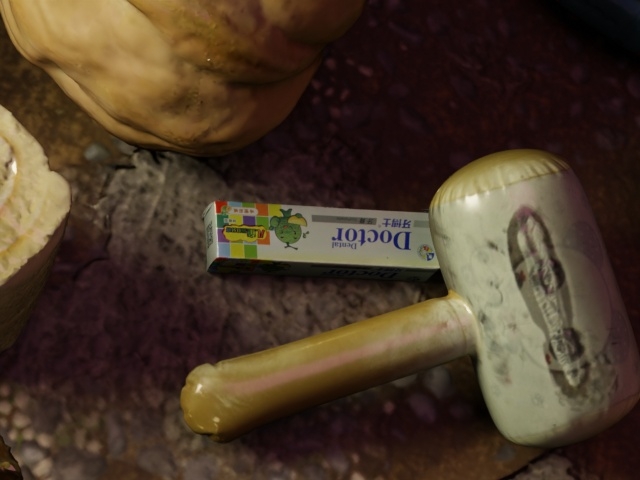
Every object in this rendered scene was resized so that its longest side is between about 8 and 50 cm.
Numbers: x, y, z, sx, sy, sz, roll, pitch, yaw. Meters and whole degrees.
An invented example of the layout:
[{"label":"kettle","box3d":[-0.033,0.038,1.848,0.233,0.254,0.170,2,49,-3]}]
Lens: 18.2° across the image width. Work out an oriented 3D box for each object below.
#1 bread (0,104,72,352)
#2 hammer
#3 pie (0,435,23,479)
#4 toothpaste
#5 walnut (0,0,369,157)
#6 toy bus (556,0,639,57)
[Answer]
[{"label":"bread","box3d":[-0.239,-0.005,1.240,0.148,0.141,0.134,37,59,2]},{"label":"hammer","box3d":[0.054,0.070,1.315,0.305,0.113,0.202,-19,92,-13]},{"label":"pie","box3d":[-0.426,0.144,1.100,0.418,0.180,0.395,34,55,14]},{"label":"toothpaste","box3d":[0.000,0.000,1.376,0.164,0.034,0.046,3,69,-16]},{"label":"walnut","box3d":[-0.085,-0.217,1.315,0.285,0.296,0.285,37,21,-16]},{"label":"toy bus","box3d":[0.242,-0.221,1.508,0.209,0.126,0.136,34,69,0]}]
